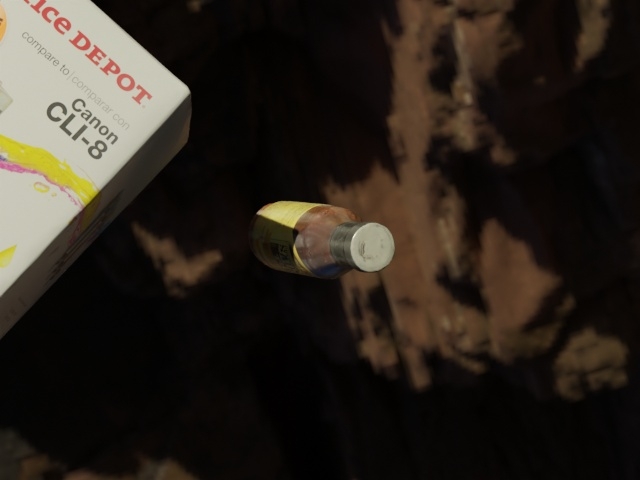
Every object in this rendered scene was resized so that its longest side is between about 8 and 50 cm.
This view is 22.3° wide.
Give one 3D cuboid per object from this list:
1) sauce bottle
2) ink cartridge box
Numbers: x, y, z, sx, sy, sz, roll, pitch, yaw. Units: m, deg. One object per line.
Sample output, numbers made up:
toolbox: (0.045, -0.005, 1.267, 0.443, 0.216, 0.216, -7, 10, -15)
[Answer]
sauce bottle: (0.000, 0.000, 0.882, 0.128, 0.042, 0.042, 6, 114, 68)
ink cartridge box: (-0.167, -0.042, 0.813, 0.128, 0.176, 0.127, 42, 170, 0)
